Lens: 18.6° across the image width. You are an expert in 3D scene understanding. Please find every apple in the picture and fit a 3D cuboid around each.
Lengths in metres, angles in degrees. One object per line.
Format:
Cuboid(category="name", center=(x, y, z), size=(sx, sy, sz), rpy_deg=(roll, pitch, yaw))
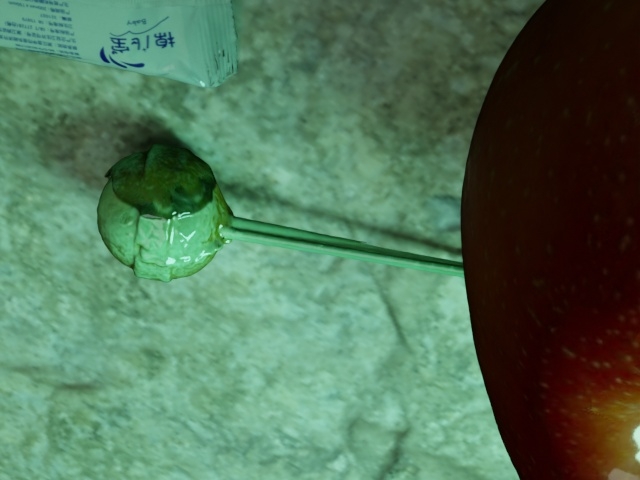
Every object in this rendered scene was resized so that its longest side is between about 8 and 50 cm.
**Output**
Cuboid(category="apple", center=(0.169, 0.007, 0.681), size=(0.260, 0.216, 0.260), rpy_deg=(15, 136, 15))

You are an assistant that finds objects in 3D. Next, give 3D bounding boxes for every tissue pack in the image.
Cuboid(category="tissue pack", center=(-0.129, -0.123, 0.818), size=(0.193, 0.026, 0.123), rpy_deg=(11, 135, 14))

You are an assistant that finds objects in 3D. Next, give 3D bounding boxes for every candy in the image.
Cuboid(category="candy", center=(0.000, 0.000, 0.872), size=(0.202, 0.061, 0.061), rpy_deg=(10, 134, 4))
